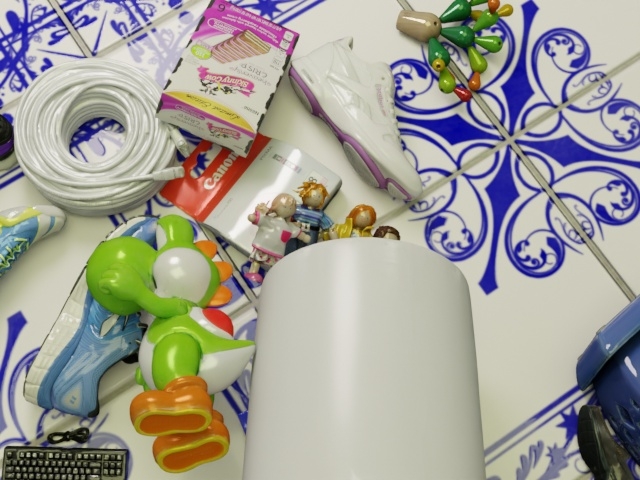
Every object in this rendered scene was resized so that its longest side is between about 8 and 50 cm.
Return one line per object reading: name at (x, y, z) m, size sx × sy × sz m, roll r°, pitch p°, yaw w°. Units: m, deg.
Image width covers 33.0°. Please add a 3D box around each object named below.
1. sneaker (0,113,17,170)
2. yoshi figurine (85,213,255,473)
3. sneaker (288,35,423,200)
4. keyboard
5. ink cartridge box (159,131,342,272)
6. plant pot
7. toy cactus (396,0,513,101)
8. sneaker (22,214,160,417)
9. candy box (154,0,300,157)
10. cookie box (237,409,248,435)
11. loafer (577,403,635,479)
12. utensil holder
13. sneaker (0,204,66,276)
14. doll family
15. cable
sneaker at (-0.623, -0.180, 1.675) m, size 0.293 × 0.146 × 0.102 m, roll 0°, pitch 72°, yaw -2°
yoshi figurine at (-0.232, 0.123, 1.466) m, size 0.203 × 0.203 × 0.362 m, roll 23°, pitch 40°, yaw -34°
sneaker at (0.083, -0.203, 1.724) m, size 0.152 × 0.114 × 0.305 m, roll -34°, pitch 77°, yaw -11°
keyboard at (-0.376, 0.328, 1.587) m, size 0.180 × 0.023 × 0.108 m, roll 2°, pitch 72°, yaw -2°
ink cartridge box at (-0.112, -0.085, 1.713) m, size 0.232 × 0.066 × 0.189 m, roll 36°, pitch 75°, yaw 5°
plant pot at (0.513, 0.181, 1.561) m, size 0.236 × 0.236 × 0.212 m, roll -38°, pitch 72°, yaw -12°
toy cactus at (0.213, -0.344, 1.792) m, size 0.180 × 0.112 × 0.219 m, roll 18°, pitch 81°, yaw 14°
sneaker at (-0.311, 0.114, 1.620) m, size 0.147 × 0.130 × 0.330 m, roll 27°, pitch 76°, yaw -8°
candy box at (-0.144, -0.264, 1.713) m, size 0.159 × 0.071 × 0.233 m, roll 23°, pitch 56°, yaw -5°
cookie box at (-0.061, 0.291, 1.600) m, size 0.091 × 0.040 × 0.107 m, roll -22°, pitch 75°, yaw -8°
loafer at (0.428, 0.324, 1.602) m, size 0.061 × 0.062 × 0.170 m, roll -11°, pitch 81°, yaw -16°
utensil holder at (0.057, 0.237, 1.442) m, size 0.327 × 0.328 × 0.386 m, roll 2°, pitch 56°, yaw -1°
sneaker at (-0.495, 0.029, 1.640) m, size 0.240 × 0.091 × 0.126 m, roll -15°, pitch 77°, yaw -14°
doll family at (0.000, 0.000, 1.639) m, size 0.262 × 0.118 × 0.163 m, roll 17°, pitch 93°, yaw -18°
cable at (-0.352, -0.165, 1.712) m, size 0.257 × 0.089 × 0.257 m, roll -19°, pitch 73°, yaw -8°
